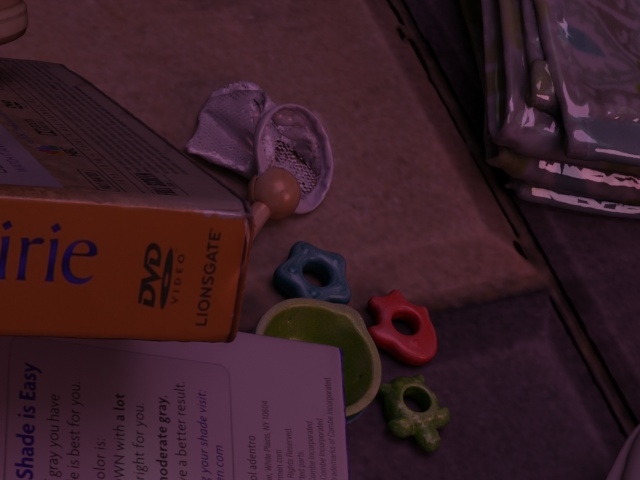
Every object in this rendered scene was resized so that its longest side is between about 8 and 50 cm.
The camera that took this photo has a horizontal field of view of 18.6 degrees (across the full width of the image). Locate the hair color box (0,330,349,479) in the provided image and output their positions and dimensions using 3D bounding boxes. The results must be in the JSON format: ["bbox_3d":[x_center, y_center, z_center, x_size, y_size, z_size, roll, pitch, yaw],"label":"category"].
[{"bbox_3d":[-0.159,0.121,0.807,0.339,0.110,0.185,11,52,-19],"label":"hair color box"}]

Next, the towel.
[{"bbox_3d":[0.253,-0.153,1.215,0.374,0.090,0.320,6,55,-21],"label":"towel"}]

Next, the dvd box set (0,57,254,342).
[{"bbox_3d":[-0.273,-0.036,0.784,0.420,0.062,0.307,3,14,-24],"label":"dvd box set"}]

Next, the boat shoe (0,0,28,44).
[{"bbox_3d":[-0.280,-0.141,0.871,0.302,0.098,0.109,8,11,-2],"label":"boat shoe"}]

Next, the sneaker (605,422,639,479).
[{"bbox_3d":[0.208,0.201,0.890,0.114,0.152,0.305,17,51,-24],"label":"sneaker"}]

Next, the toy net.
[{"bbox_3d":[0.000,0.000,1.012,0.122,0.045,0.232,2,56,-24],"label":"toy net"}]
